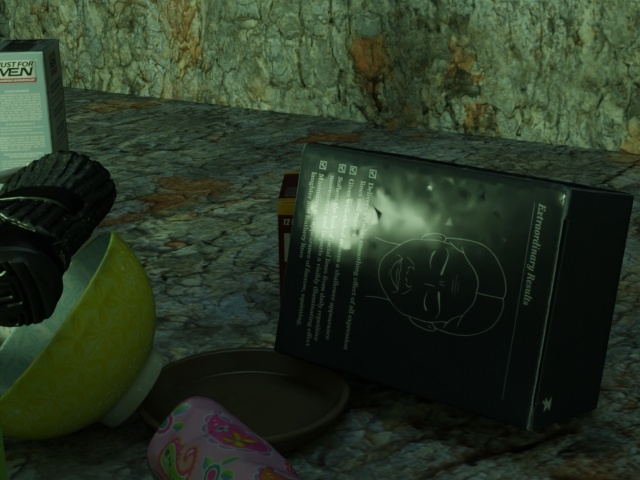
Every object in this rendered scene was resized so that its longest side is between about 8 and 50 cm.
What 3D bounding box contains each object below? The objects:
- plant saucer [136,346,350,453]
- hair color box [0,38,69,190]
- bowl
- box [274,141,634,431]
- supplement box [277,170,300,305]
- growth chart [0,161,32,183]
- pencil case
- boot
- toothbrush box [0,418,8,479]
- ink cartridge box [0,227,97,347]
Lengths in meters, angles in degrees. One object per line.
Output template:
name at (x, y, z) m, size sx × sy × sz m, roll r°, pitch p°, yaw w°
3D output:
plant saucer at (-0.100, 0.210, 1.425) m, size 0.278 × 0.041 × 0.278 m, roll 0°, pitch 19°, yaw 0°
hair color box at (-0.561, -0.193, 2.139) m, size 0.114 × 0.374 × 0.185 m, roll -2°, pitch 18°, yaw -4°
bowl at (-0.293, 0.146, 1.388) m, size 0.156 × 0.289 × 0.289 m, roll 39°, pitch 9°, yaw -17°
box at (0.169, 0.045, 1.446) m, size 0.395 × 0.293 × 0.212 m, roll 14°, pitch 8°, yaw 36°
supplement box at (0.000, 0.000, 1.818) m, size 0.129 × 0.191 × 0.194 m, roll 0°, pitch 17°, yaw 2°
growth chart at (-0.528, -0.063, 1.553) m, size 0.237 × 0.021 × 0.172 m, roll -14°, pitch 7°, yaw 32°
pencil case at (-0.081, 0.266, 1.139) m, size 0.124 × 0.124 × 0.284 m, roll -11°, pitch 20°, yaw -29°
boot at (-0.455, -0.005, 1.413) m, size 0.348 × 0.131 × 0.260 m, roll 2°, pitch 37°, yaw 5°
toothbrush box at (-0.424, 0.206, 1.058) m, size 0.122 × 0.283 × 0.206 m, roll 10°, pitch 22°, yaw 33°
ink cartridge box at (-0.471, 0.057, 1.646) m, size 0.278 × 0.201 × 0.117 m, roll 8°, pitch 20°, yaw 24°
